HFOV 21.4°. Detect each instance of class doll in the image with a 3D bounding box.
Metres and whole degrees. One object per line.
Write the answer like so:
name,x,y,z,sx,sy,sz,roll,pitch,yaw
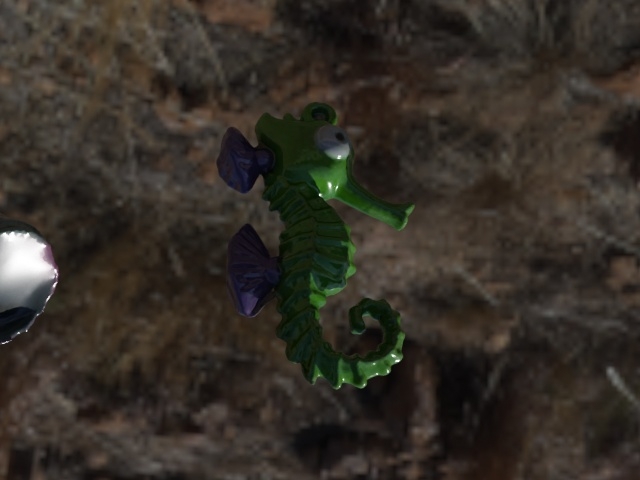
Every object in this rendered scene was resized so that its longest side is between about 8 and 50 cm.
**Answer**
doll,0.000,0.000,0.969,0.115,0.190,0.050,1,149,-8

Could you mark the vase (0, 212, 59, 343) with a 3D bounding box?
vase,-0.197,-0.027,0.785,0.214,0.086,0.086,37,-179,42
